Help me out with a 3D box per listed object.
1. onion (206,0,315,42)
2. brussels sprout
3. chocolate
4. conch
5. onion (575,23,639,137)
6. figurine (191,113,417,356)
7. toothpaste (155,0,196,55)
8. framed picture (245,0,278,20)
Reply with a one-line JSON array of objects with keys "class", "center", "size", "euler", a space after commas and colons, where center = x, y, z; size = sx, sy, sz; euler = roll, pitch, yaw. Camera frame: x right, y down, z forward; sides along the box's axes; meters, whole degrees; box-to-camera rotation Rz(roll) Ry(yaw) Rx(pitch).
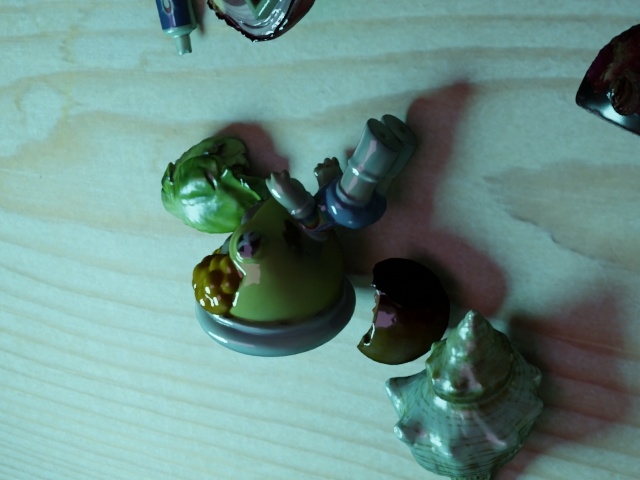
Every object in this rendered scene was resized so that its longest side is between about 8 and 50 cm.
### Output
[{"class": "onion", "center": [-0.054, -0.392, 2.053], "size": [0.227, 0.120, 0.283], "euler": [55, 144, 15]}, {"class": "brussels sprout", "center": [-0.154, -0.068, 2.326], "size": [0.181, 0.100, 0.139], "euler": [-22, 109, 30]}, {"class": "chocolate", "center": [0.100, 0.100, 2.135], "size": [0.127, 0.124, 0.133], "euler": [50, 151, 26]}, {"class": "conch", "center": [0.169, 0.232, 2.091], "size": [0.203, 0.169, 0.386], "euler": [37, 130, 32]}, {"class": "onion", "center": [0.356, -0.157, 1.704], "size": [0.195, 0.218, 0.140], "euler": [42, 105, 31]}, {"class": "figurine", "center": [-0.014, 0.007, 2.127], "size": [0.205, 0.224, 0.382], "euler": [46, 133, 10]}, {"class": "toothpaste", "center": [-0.216, -0.389, 2.275], "size": [0.069, 0.047, 0.268], "euler": [1, 105, 57]}, {"class": "framed picture", "center": [-0.099, -0.466, 1.954], "size": [0.335, 0.022, 0.247], "euler": [62, 146, 13]}]
